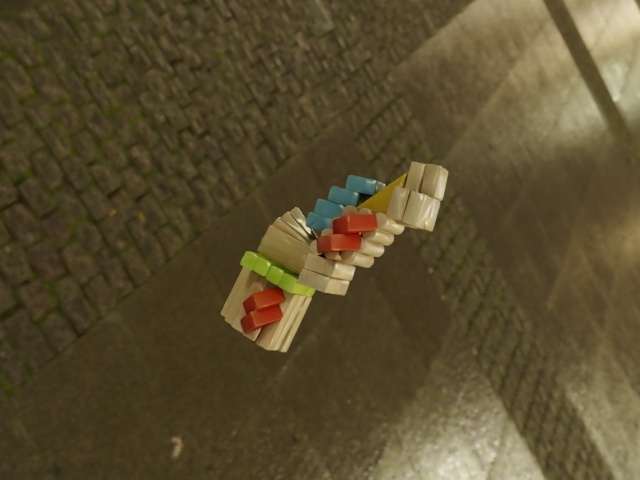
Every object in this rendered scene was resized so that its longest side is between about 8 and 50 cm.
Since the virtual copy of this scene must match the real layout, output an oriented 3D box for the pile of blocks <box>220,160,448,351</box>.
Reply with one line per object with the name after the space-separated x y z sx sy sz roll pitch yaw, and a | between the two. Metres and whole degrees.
0.000 0.000 1.493 0.149 0.362 0.112 54 12 16 | pile of blocks
